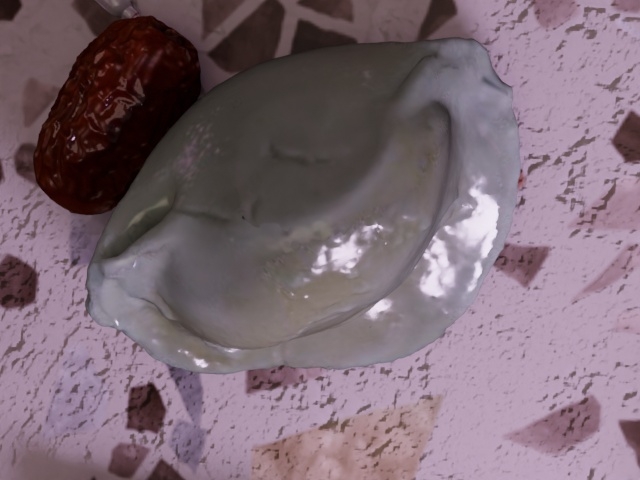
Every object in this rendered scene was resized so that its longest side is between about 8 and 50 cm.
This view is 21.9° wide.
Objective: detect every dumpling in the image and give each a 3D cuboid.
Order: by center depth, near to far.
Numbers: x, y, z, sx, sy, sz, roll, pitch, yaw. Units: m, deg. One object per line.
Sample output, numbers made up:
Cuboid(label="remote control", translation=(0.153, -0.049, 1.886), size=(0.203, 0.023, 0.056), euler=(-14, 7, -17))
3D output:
Cuboid(label="dumpling", translation=(-0.016, -0.011, 1.301), size=(0.320, 0.212, 0.270), euler=(-8, 96, 25))

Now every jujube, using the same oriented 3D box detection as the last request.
Cuboid(label="jujube", translation=(-0.169, -0.101, 1.376), size=(0.109, 0.112, 0.176), euler=(45, 109, 40))

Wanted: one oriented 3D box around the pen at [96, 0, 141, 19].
Cuboid(label="pen", translation=(-0.226, -0.252, 1.420), size=(0.218, 0.026, 0.026), euler=(43, 103, 6))
